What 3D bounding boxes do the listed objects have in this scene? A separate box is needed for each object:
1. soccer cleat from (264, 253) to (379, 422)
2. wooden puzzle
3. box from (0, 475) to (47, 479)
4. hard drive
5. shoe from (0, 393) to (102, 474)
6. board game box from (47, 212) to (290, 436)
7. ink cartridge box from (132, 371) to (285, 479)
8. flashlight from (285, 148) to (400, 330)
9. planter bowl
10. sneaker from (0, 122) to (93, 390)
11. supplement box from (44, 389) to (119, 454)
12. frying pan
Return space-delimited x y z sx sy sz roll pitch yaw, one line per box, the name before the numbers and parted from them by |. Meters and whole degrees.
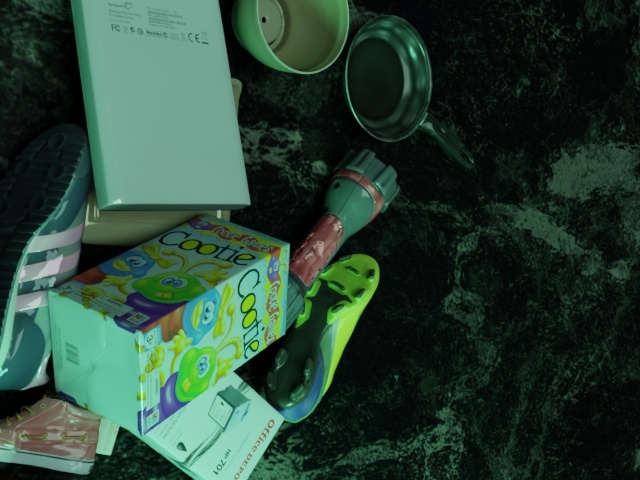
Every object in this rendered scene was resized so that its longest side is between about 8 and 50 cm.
soccer cleat | 0.003 0.145 1.377 0.289 0.093 0.121 -59 157 -26
wooden puzzle | -0.209 -0.109 1.185 0.221 0.044 0.239 4 96 -41
box | -0.354 0.478 1.016 0.143 0.191 0.381 21 80 -40
hard drive | -0.196 -0.190 1.107 0.203 0.040 0.307 -2 80 -43
shoe | -0.347 0.217 1.056 0.178 0.063 0.081 15 82 -16
board game box | -0.174 0.090 1.100 0.275 0.142 0.144 -32 133 -50
ink cartridge box | -0.160 0.242 1.232 0.191 0.082 0.139 47 65 -32
flashlight | 0.000 0.000 1.332 0.304 0.103 0.103 -52 122 -25
planter bowl | -0.055 -0.309 1.250 0.162 0.109 0.162 -4 96 -40
sneaker | -0.330 0.023 1.066 0.131 0.112 0.319 39 68 -58
supplement box | -0.304 0.229 1.134 0.098 0.036 0.062 23 80 -38
frying pan | 0.150 -0.246 1.472 0.326 0.053 0.197 12 86 -43
